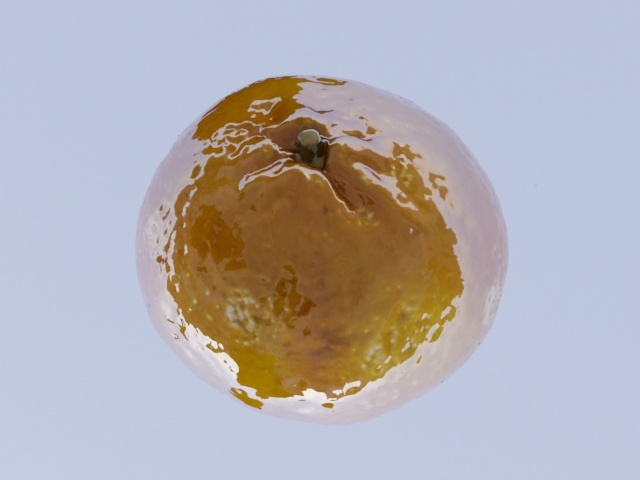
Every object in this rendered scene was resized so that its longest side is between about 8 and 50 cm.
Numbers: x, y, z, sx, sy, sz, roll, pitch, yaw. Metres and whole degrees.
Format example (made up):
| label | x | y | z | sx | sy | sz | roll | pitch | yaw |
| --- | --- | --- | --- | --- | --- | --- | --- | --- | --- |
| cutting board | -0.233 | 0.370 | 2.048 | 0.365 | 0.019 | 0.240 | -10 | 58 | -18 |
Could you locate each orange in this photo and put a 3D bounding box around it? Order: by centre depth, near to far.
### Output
| label | x | y | z | sx | sy | sz | roll | pitch | yaw |
| --- | --- | --- | --- | --- | --- | --- | --- | --- | --- |
| orange | 0.001 | 0.001 | 0.747 | 0.177 | 0.177 | 0.155 | 28 | -51 | 6 |
